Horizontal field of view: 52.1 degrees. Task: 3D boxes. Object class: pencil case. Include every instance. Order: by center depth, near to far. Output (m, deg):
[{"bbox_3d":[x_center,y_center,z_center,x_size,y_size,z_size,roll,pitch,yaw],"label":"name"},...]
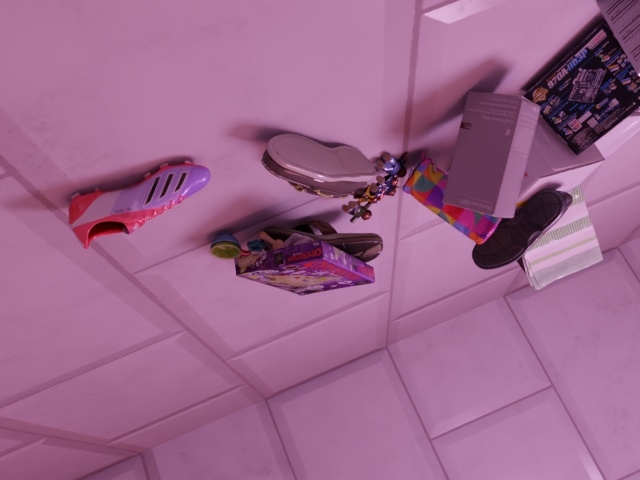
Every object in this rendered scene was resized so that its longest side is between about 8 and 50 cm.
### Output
[{"bbox_3d":[0.295,-0.092,1.473,0.104,0.236,0.104,-53,175,-6],"label":"pencil case"}]

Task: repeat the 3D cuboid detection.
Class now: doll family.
[{"bbox_3d":[0.129,-0.119,1.469,0.193,0.076,0.111,-36,151,21],"label":"doll family"}]

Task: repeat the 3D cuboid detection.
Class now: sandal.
[{"bbox_3d":[0.001,0.001,1.574,0.303,0.086,0.120,3,143,-20],"label":"sandal"}]

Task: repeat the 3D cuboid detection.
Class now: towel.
[{"bbox_3d":[0.704,-0.039,1.981,0.248,0.324,0.038,-23,-167,-4],"label":"towel"}]

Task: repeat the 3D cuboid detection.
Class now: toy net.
[{"bbox_3d":[-0.130,0.025,1.476,0.233,0.045,0.122,2,148,-8],"label":"toy net"}]

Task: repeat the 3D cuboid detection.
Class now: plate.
[{"bbox_3d":[0.724,-0.264,1.789,0.278,0.045,0.278,-9,153,-33],"label":"plate"}]

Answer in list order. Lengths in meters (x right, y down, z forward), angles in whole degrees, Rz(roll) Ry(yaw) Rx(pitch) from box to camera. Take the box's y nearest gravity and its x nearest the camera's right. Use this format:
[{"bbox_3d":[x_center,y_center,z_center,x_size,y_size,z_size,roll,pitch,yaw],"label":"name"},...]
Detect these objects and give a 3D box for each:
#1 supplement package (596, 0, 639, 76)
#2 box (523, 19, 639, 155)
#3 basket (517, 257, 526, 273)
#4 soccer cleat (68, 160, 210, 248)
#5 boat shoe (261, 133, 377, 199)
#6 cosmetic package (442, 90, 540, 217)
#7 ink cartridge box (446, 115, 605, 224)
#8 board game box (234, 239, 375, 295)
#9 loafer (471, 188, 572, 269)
[{"bbox_3d":[0.638,-0.372,1.158,0.194,0.203,0.149,18,138,-31],"label":"supplement package"},{"bbox_3d":[0.553,-0.306,1.331,0.051,0.175,0.220,-34,171,-46],"label":"box"},{"bbox_3d":[0.688,0.011,2.101,0.205,0.226,0.154,-25,178,16],"label":"basket"},{"bbox_3d":[-0.301,-0.061,1.117,0.248,0.095,0.083,-18,158,-15],"label":"soccer cleat"},{"bbox_3d":[-0.008,-0.130,1.246,0.091,0.109,0.305,-43,156,29],"label":"boat shoe"},{"bbox_3d":[0.346,-0.172,1.331,0.127,0.237,0.107,17,-173,39],"label":"cosmetic package"},{"bbox_3d":[0.467,-0.171,1.530,0.197,0.198,0.270,-15,157,-22],"label":"ink cartridge box"},{"bbox_3d":[-0.024,0.070,1.517,0.208,0.056,0.347,-16,163,20],"label":"board game box"},{"bbox_3d":[0.464,-0.019,1.493,0.084,0.096,0.267,-10,154,-44],"label":"loafer"}]
